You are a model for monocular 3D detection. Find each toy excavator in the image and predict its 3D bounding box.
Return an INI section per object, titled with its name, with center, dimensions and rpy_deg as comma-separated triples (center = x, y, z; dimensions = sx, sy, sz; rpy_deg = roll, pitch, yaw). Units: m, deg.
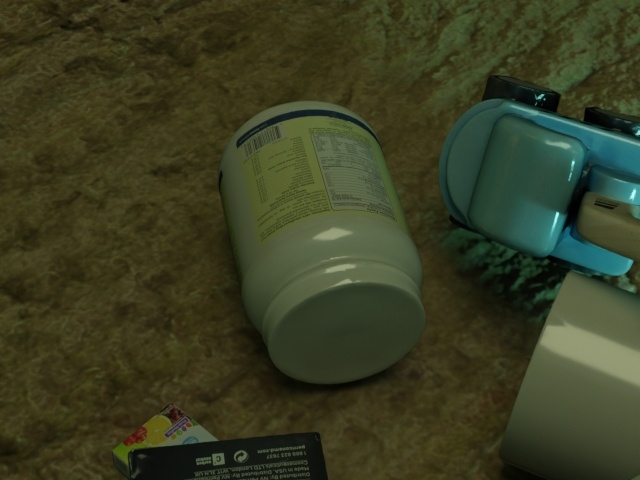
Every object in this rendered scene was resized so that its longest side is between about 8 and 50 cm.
[toy excavator]
center = 0.334, -0.040, 1.441
dimensions = 0.433, 0.222, 0.445
rpy_deg = 20, 16, 17

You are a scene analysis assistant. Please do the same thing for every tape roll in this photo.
[tape roll]
center = 0.332, 0.176, 1.359
dimensions = 0.169, 0.246, 0.246
rpy_deg = 20, 49, 15

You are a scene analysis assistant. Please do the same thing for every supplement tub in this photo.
[supplement tub]
center = 0.000, 0.000, 1.506
dimensions = 0.236, 0.235, 0.324
rpy_deg = -7, 48, -10

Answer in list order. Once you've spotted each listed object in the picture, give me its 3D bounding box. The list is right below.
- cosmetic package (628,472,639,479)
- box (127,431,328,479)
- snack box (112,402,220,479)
[cosmetic package]
center = 0.450, 0.360, 1.008
dimensions = 0.394, 0.329, 0.327
rpy_deg = -29, 11, -12
[box]
center = -0.071, 0.404, 1.049
dimensions = 0.179, 0.343, 0.312
rpy_deg = -4, 48, -8
[snack box]
center = -0.165, 0.270, 1.376
dimensions = 0.141, 0.037, 0.100
rpy_deg = 35, 55, 25
